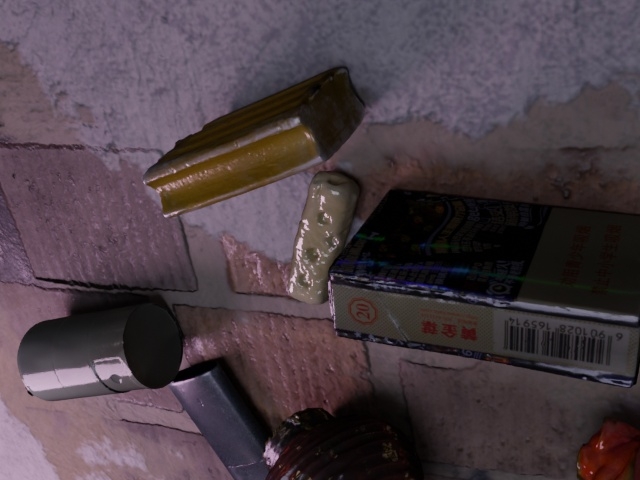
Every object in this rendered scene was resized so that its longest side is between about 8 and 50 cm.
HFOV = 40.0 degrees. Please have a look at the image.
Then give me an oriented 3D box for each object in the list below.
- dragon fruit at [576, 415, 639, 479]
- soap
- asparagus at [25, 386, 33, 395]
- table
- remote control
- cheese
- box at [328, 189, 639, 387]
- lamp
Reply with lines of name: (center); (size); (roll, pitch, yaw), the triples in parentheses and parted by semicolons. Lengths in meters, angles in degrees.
dragon fruit: (0.393, 0.319, 0.992); (0.224, 0.227, 0.224); (-6, 125, -9)
soap: (-0.077, -0.110, 1.000); (0.232, 0.140, 0.073); (-17, 110, 33)
asparagus: (-0.406, 0.245, 1.458); (0.232, 0.023, 0.022); (-7, 160, 30)
table: (-0.327, 0.167, 1.303); (0.220, 0.126, 0.126); (-12, 113, 31)
remote control: (-0.098, 0.348, 1.355); (0.107, 0.044, 0.378); (-22, 108, 30)
cheese: (0.000, 0.000, 1.094); (0.065, 0.043, 0.194); (26, 129, 16)
box: (0.186, 0.038, 0.925); (0.310, 0.198, 0.084); (8, 123, 22)
lamp: (0.024, 0.336, 1.178); (0.247, 0.247, 0.247); (12, 124, 19)
